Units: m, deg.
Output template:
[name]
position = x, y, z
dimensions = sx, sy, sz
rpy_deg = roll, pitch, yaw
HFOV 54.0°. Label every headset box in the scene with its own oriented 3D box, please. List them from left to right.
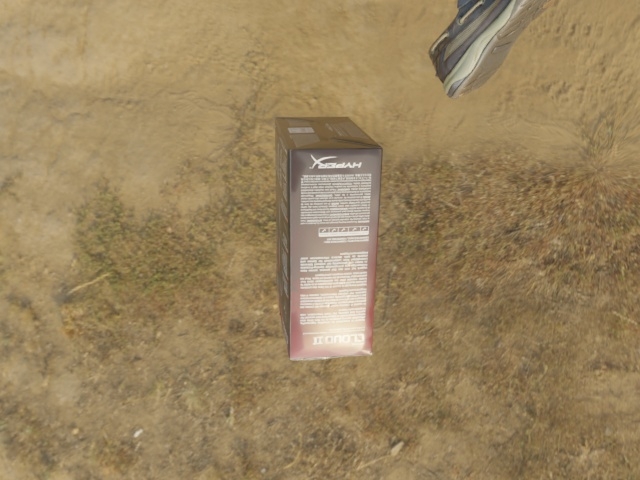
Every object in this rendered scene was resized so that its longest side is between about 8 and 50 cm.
[headset box]
position = 0.000, 0.000, 0.825
dimensions = 0.110, 0.218, 0.294
rpy_deg = -2, 110, -8

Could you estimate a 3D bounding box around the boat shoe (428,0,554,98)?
[boat shoe]
position = 0.286, -0.393, 1.035
dimensions = 0.130, 0.132, 0.355
rpy_deg = 51, 137, 13
